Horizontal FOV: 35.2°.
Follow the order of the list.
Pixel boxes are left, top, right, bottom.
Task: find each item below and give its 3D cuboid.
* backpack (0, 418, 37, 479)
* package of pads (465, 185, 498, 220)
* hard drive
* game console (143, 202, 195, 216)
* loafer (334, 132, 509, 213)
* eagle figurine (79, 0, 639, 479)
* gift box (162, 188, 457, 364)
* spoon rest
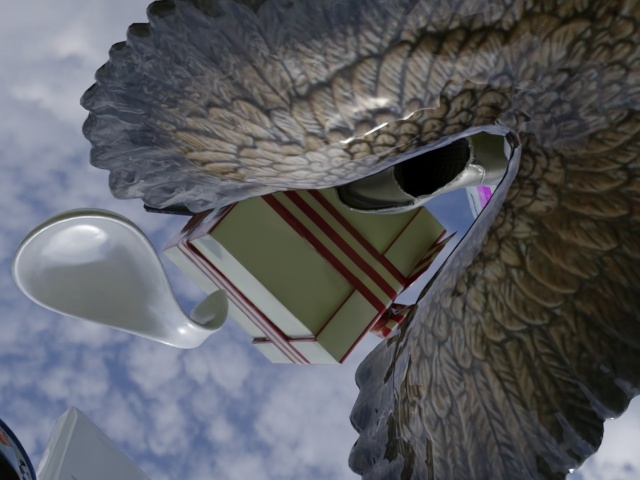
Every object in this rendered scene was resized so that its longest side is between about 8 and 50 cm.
[{"bbox_3d":[-0.404,0.267,0.955,0.276,0.213,0.263,44,-91,-10],"label":"backpack"},{"bbox_3d":[0.369,-0.115,1.597,0.296,0.229,0.101,-33,-144,-15],"label":"package of pads"},{"bbox_3d":[-0.272,0.335,1.274,0.040,0.307,0.203,-42,-79,0],"label":"hard drive"},{"bbox_3d":[-0.191,-0.105,1.457,0.144,0.085,0.124,6,-135,39],"label":"game console"},{"bbox_3d":[0.096,-0.083,1.054,0.087,0.251,0.094,-3,-98,-44],"label":"loafer"},{"bbox_3d":[0.074,-0.038,0.416,0.298,0.225,0.226,-37,-133,0],"label":"eagle figurine"},{"bbox_3d":[0.000,0.000,1.278,0.258,0.255,0.276,46,-106,-12],"label":"gift box"},{"bbox_3d":[-0.197,0.049,1.064,0.137,0.276,0.084,-40,-131,17],"label":"spoon rest"}]
